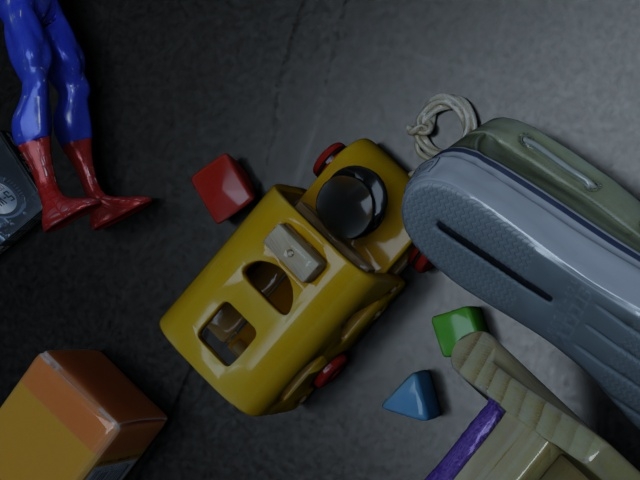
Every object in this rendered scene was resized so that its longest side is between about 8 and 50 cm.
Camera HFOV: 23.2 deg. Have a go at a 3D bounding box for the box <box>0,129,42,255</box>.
[{"bbox_3d":[-0.231,-0.025,1.078,0.083,0.018,0.067,-37,76,15],"label":"box"}]

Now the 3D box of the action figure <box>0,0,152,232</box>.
[{"bbox_3d":[-0.160,-0.160,1.020,0.139,0.091,0.280,-26,81,24],"label":"action figure"}]

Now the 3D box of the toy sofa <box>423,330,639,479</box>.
[{"bbox_3d":[0.022,0.230,0.836,0.362,0.150,0.177,-51,40,-2],"label":"toy sofa"}]

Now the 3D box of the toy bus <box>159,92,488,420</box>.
[{"bbox_3d":[-0.004,0.012,0.948,0.191,0.104,0.202,-4,87,20],"label":"toy bus"}]

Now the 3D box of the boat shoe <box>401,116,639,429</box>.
[{"bbox_3d":[0.188,0.032,0.881,0.302,0.109,0.094,38,58,9],"label":"boat shoe"}]

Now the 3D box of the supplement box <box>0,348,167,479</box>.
[{"bbox_3d":[-0.206,0.183,1.033,0.078,0.080,0.233,41,100,17],"label":"supplement box"}]
